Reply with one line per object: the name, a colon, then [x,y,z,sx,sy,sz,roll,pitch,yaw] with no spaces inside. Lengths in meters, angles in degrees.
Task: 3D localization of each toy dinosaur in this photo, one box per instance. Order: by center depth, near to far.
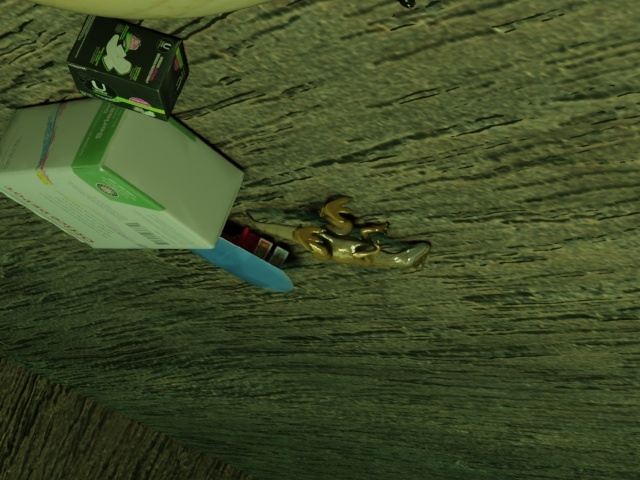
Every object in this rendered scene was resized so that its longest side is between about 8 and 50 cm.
toy dinosaur: [0.000,0.000,1.296,0.211,0.064,0.112,15,161,15]

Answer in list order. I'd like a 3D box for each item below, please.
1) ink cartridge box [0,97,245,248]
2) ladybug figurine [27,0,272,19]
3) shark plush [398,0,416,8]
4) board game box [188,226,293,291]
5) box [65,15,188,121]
ink cartridge box: [-0.206,-0.064,1.287,0.212,0.093,0.154,-3,149,46]
ladybug figurine: [-0.097,-0.241,0.591,0.305,0.162,0.449,30,158,-27]
shark plush: [0.053,-0.166,0.786,0.161,0.067,0.073,21,161,-1]
board game box: [-0.100,0.004,1.457,0.168,0.033,0.133,29,165,-10]
box: [-0.159,-0.144,1.084,0.083,0.052,0.062,19,161,8]
